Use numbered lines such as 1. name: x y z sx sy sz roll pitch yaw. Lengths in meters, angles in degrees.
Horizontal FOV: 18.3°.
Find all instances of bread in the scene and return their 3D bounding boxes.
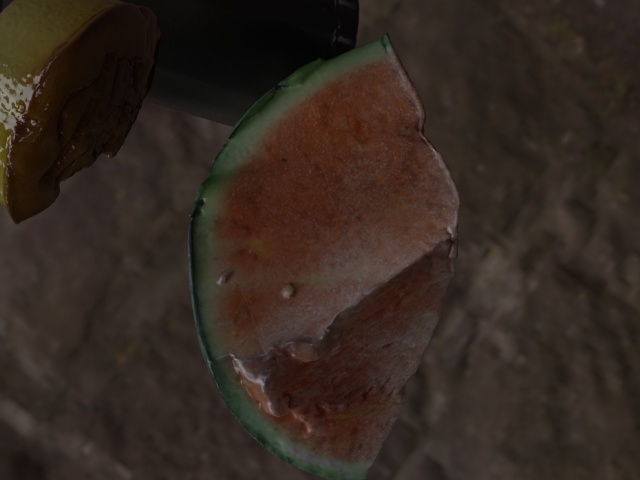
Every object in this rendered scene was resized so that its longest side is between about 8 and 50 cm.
1. bread: -0.161 -0.098 1.218 0.086 0.156 0.125 29 134 16

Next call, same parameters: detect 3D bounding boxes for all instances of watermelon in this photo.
1. watermelon: -0.030 0.014 1.790 0.292 0.222 0.319 62 139 38

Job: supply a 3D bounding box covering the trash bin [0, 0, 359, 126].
1. trash bin: -0.140 -0.227 1.888 0.301 0.252 0.203 12 143 -40
